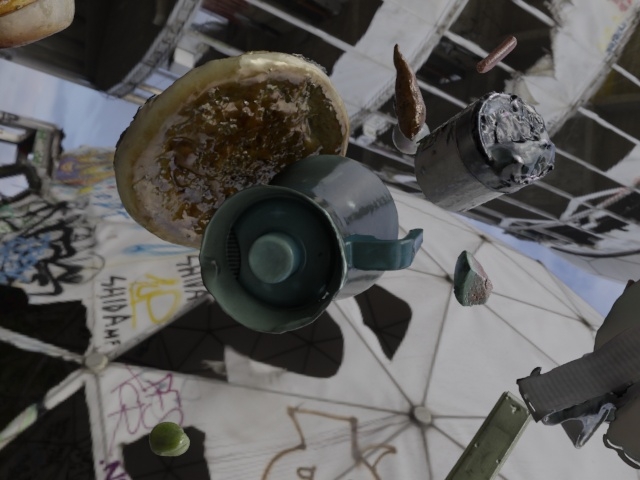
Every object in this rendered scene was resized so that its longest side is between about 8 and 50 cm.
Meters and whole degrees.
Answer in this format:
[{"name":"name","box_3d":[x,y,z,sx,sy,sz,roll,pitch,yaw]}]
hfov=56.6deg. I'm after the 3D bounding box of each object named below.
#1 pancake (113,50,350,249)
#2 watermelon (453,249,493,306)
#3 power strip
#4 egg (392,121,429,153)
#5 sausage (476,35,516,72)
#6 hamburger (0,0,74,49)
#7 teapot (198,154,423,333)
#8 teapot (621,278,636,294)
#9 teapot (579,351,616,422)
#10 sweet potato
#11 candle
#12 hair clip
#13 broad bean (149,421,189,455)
[{"name":"pancake","box_3d":[-0.095,-0.094,0.690,0.282,0.282,0.049,-58,-138,25]},{"name":"watermelon","box_3d":[0.424,0.096,1.669,0.081,0.094,0.180,127,-39,-53]},{"name":"power strip","box_3d":[0.383,0.530,1.423,0.092,0.387,0.066,35,-29,21]},{"name":"egg","box_3d":[0.253,-0.294,1.663,0.103,0.135,0.103,1,-84,15]},{"name":"sausage","box_3d":[0.475,-0.499,1.594,0.147,0.030,0.035,-41,-140,-12]},{"name":"hamburger","box_3d":[-0.543,-0.422,1.037,0.237,0.237,0.147,46,-27,52]},{"name":"teapot","box_3d":[0.000,0.000,0.609,0.203,0.225,0.171,0,-80,15]},{"name":"teapot","box_3d":[0.604,0.169,0.909,0.300,0.253,0.344,26,-93,28]},{"name":"teapot","box_3d":[0.626,0.314,1.263,0.116,0.148,0.146,-1,88,-85]},{"name":"sweet potato","box_3d":[0.184,-0.307,1.259,0.068,0.068,0.226,-21,-108,51]},{"name":"candle","box_3d":[0.285,-0.153,1.173,0.330,0.187,0.187,151,-54,-63]},{"name":"hair clip","box_3d":[0.251,0.072,0.422,0.220,0.054,0.140,-39,-158,16]},{"name":"broad bean","box_3d":[-0.281,0.367,1.096,0.083,0.045,0.063,14,-127,31]}]
